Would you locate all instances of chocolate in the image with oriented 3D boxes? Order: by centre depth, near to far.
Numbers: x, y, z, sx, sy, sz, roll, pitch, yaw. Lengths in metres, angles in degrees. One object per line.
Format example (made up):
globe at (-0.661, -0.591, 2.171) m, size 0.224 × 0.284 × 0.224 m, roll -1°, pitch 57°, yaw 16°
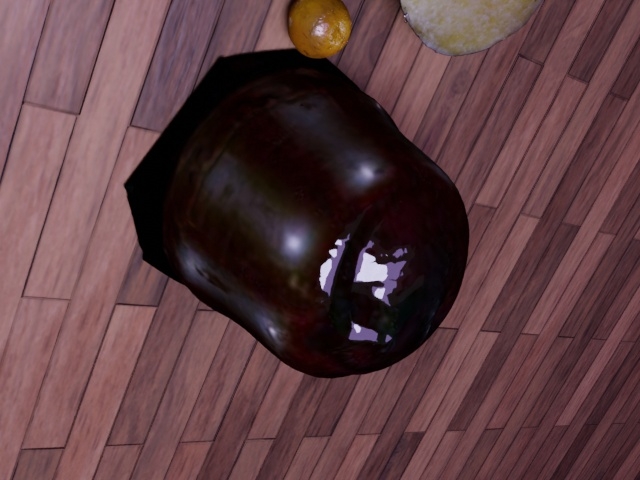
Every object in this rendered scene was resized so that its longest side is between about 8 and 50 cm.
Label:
chocolate at (0.000, 0.000, 0.964) m, size 0.384 × 0.331 × 0.383 m, roll -17°, pitch 129°, yaw -22°

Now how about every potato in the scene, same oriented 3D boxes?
potato at (0.180, -0.376, 0.979) m, size 0.239 × 0.116 × 0.299 m, roll -33°, pitch 144°, yaw -4°

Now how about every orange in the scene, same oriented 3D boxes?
orange at (-0.003, -0.265, 0.957) m, size 0.083 × 0.070 × 0.083 m, roll -32°, pitch 138°, yaw -33°
